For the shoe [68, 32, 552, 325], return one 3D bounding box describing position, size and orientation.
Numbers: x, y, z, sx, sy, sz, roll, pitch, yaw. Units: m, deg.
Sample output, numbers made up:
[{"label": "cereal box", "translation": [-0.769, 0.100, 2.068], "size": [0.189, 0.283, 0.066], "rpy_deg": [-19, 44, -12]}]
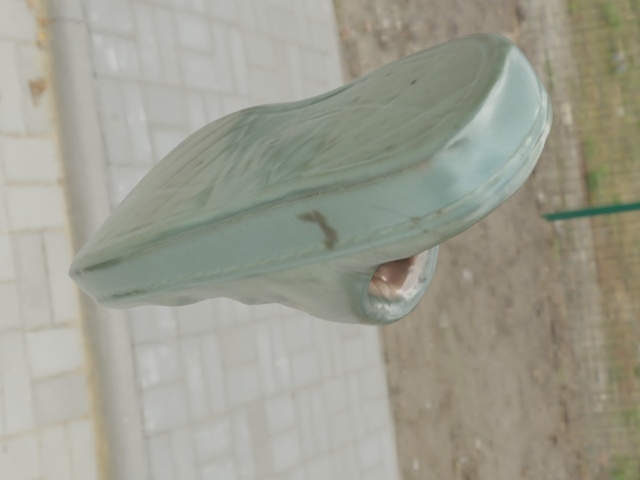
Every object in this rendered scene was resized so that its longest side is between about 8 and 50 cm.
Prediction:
[{"label": "shoe", "translation": [0.000, 0.000, 0.406], "size": [0.078, 0.195, 0.079], "rpy_deg": [50, 53, -17]}]
